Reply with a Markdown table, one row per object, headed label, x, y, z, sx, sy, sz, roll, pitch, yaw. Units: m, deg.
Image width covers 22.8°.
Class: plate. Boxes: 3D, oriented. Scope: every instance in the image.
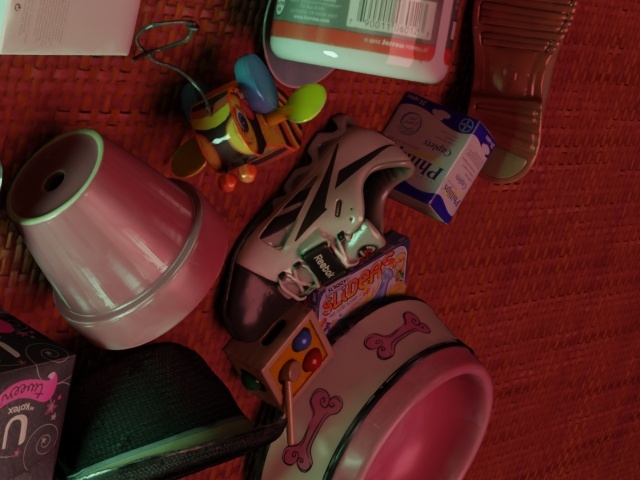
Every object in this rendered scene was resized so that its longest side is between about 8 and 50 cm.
| label | x | y | z | sx | sy | sz | roll | pitch | yaw |
| --- | --- | --- | --- | --- | --- | --- | --- | --- | --- |
| plate | -0.013 | -0.278 | 1.937 | 0.188 | 0.024 | 0.188 | -31 | 134 | -39 |

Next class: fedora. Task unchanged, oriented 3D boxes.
| label | x | y | z | sx | sy | sz | roll | pitch | yaw |
| --- | --- | --- | --- | --- | --- | --- | --- | --- | --- |
| fedora | -0.204 | 0.207 | 1.837 | 0.334 | 0.334 | 0.153 | -10 | 78 | -51 |

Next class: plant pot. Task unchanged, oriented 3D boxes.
| label | x | y | z | sx | sy | sz | roll | pitch | yaw |
| --- | --- | --- | --- | --- | --- | --- | --- | --- | --- |
| plant pot | -0.228 | -0.014 | 1.687 | 0.201 | 0.201 | 0.180 | -53 | 130 | -16 |

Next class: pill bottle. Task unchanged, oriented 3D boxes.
| label | x | y | z | sx | sy | sz | roll | pitch | yaw |
| --- | --- | --- | --- | --- | --- | --- | --- | --- | --- |
| pill bottle | 0.070 | -0.370 | 1.797 | 0.210 | 0.210 | 0.363 | 1 | 100 | -54 |

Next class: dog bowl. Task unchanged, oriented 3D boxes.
| label | x | y | z | sx | sy | sz | roll | pitch | yaw |
| --- | --- | --- | --- | --- | --- | --- | --- | --- | --- |
| dog bowl | 0.093 | 0.292 | 2.316 | 0.408 | 0.150 | 0.408 | -37 | 145 | -32 |

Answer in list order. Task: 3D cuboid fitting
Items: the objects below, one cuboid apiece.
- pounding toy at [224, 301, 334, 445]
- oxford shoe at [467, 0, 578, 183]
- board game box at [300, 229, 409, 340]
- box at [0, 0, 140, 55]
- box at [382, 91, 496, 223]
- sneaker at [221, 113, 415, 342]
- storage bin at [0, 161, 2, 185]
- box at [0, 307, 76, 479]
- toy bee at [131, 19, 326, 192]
| label | x | y | z | sx | sy | sz | roll | pitch | yaw |
| --- | --- | --- | --- | --- | --- | --- | --- | --- | --- |
| pounding toy | -0.050 | 0.170 | 2.118 | 0.141 | 0.100 | 0.130 | -50 | 144 | -20 |
| oxford shoe | 0.279 | -0.285 | 2.273 | 0.146 | 0.140 | 0.397 | -54 | 158 | -79 |
| board game box | 0.047 | 0.084 | 2.252 | 0.201 | 0.035 | 0.136 | -30 | 134 | -40 |
| box | -0.274 | -0.237 | 1.510 | 0.170 | 0.130 | 0.091 | -7 | 117 | -51 |
| box | 0.146 | -0.113 | 2.172 | 0.137 | 0.126 | 0.072 | -59 | 148 | -8 |
| sneaker | 0.000 | 0.000 | 2.036 | 0.331 | 0.146 | 0.122 | -58 | 148 | -6 |
| storage bin | -0.377 | -0.027 | 1.555 | 0.091 | 0.098 | 0.135 | 0 | 112 | -43 |
| box | -0.393 | 0.179 | 1.618 | 0.247 | 0.142 | 0.163 | -11 | 121 | -51 |
| toy bee | -0.105 | -0.121 | 1.793 | 0.298 | 0.162 | 0.195 | 2 | 154 | -46 |
